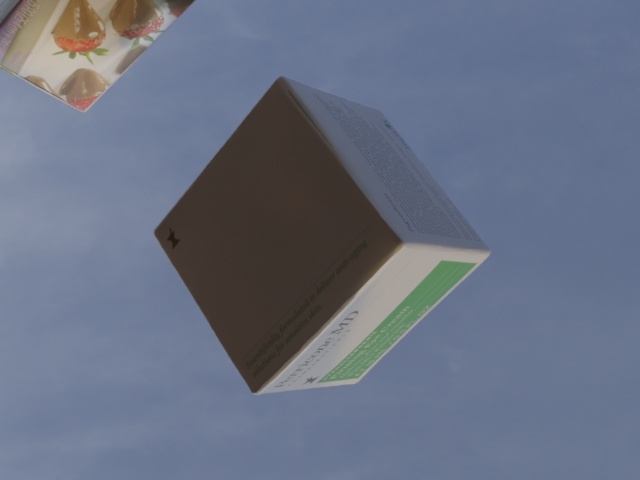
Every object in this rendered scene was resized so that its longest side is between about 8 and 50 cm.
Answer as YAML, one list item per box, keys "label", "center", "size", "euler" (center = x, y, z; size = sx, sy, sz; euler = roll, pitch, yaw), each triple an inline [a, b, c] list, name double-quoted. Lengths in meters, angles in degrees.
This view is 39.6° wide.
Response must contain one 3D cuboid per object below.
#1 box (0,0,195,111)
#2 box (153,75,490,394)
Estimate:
- label: "box"
  center: [-0.037, -0.176, 0.382]
  size: [0.324, 0.063, 0.067]
  euler: [-33, -137, 34]
- label: "box"
  center: [0.000, 0.000, 0.410]
  size: [0.101, 0.087, 0.102]
  euler: [-47, -118, 23]
